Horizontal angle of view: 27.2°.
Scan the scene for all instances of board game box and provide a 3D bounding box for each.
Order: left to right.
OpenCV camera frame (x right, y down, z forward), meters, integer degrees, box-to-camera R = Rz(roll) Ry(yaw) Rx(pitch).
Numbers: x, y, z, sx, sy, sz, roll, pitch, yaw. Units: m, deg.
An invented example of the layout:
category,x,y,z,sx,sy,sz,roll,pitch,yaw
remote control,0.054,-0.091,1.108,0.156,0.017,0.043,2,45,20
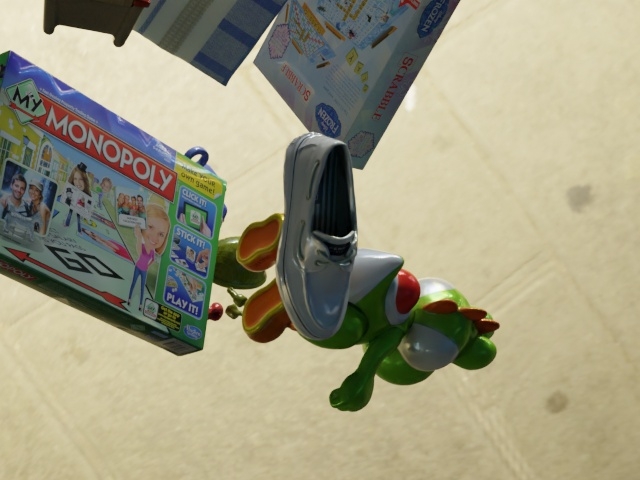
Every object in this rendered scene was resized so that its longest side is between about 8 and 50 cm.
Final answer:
category,x,y,z,sx,sy,sz,roll,pitch,yaw
board game box,-0.235,-0.031,1.388,0.317,0.046,0.213,31,56,-41
board game box,0.048,-0.323,2.013,0.066,0.318,0.318,13,28,-36

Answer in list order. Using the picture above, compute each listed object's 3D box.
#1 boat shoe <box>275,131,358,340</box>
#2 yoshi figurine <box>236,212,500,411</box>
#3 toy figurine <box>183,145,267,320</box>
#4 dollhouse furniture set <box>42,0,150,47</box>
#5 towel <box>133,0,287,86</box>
category,x,y,z,sx,sy,sz,roll,pitch,yaw
boat shoe,0.000,0.000,1.401,0.083,0.076,0.226,-13,103,-30
yoshi figurine,0.052,0.102,1.645,0.362,0.203,0.203,21,95,-33
toy figurine,-0.173,-0.025,1.871,0.362,0.191,0.217,4,116,-38
dollhouse furniture set,-0.207,-0.329,1.276,0.262,0.135,0.259,8,56,-17
towel,-0.177,-0.340,1.642,0.285,0.209,0.034,31,21,-22
